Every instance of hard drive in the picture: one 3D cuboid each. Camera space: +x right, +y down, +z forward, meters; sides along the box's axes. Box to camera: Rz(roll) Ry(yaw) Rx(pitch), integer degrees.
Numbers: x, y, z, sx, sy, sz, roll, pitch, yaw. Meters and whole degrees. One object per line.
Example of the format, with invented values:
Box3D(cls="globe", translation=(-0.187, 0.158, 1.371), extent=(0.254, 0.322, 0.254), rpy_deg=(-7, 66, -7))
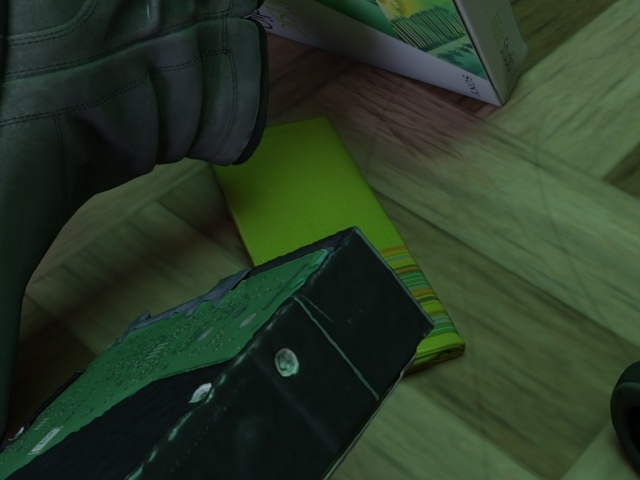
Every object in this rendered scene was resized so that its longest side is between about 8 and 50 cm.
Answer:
Box3D(cls="hard drive", translation=(-0.124, 0.143, 0.383), extent=(0.064, 0.237, 0.339), rpy_deg=(50, 55, -12))

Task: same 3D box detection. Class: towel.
Box3D(cls="towel", translation=(0.000, 0.000, 0.640), extent=(0.102, 0.021, 0.237), rpy_deg=(-12, 46, -16))

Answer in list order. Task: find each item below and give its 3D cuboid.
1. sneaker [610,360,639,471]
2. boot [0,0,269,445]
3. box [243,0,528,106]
Box3D(cls="sneaker", translation=(0.270, 0.124, 0.450), extent=(0.106, 0.101, 0.267), rpy_deg=(-30, 52, -26))
Box3D(cls="boot", translation=(-0.125, -0.042, 0.540), extent=(0.222, 0.338, 0.118), rpy_deg=(-8, 24, -44))
Box3D(cls="box", translation=(-0.022, -0.202, 0.697), extent=(0.322, 0.232, 0.058), rpy_deg=(21, 86, 23))
